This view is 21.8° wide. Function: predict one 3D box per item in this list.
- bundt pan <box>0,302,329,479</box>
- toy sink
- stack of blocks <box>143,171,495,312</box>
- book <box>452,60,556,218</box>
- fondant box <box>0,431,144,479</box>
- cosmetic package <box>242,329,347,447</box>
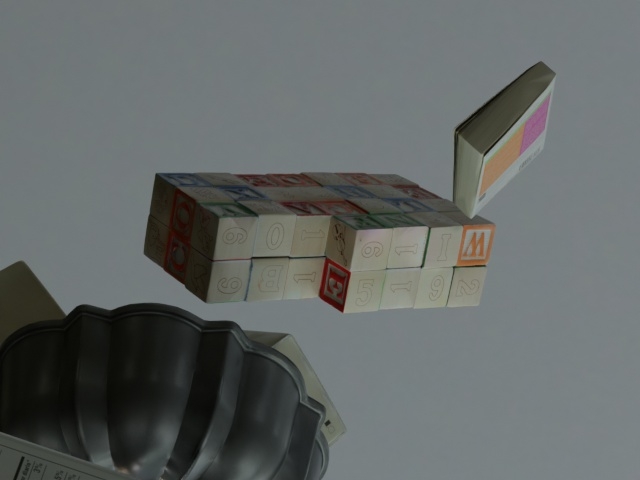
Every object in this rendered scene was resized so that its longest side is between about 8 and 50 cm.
[{"bbox_3d":[-0.155,0.215,1.429,0.331,0.330,0.124,-54,-159,35],"label":"bundt pan"},{"bbox_3d":[-0.311,0.162,1.741,0.234,0.152,0.131,45,-24,37],"label":"toy sink"},{"bbox_3d":[0.000,0.000,1.623,0.171,0.297,0.087,32,-63,50],"label":"stack of blocks"},{"bbox_3d":[0.155,-0.082,1.398,0.035,0.096,0.144,44,-14,17],"label":"book"},{"bbox_3d":[-0.141,0.220,1.123,0.238,0.330,0.096,118,-9,-71],"label":"fondant box"},{"bbox_3d":[-0.115,0.203,2.067,0.153,0.129,0.296,59,-24,-13],"label":"cosmetic package"}]
